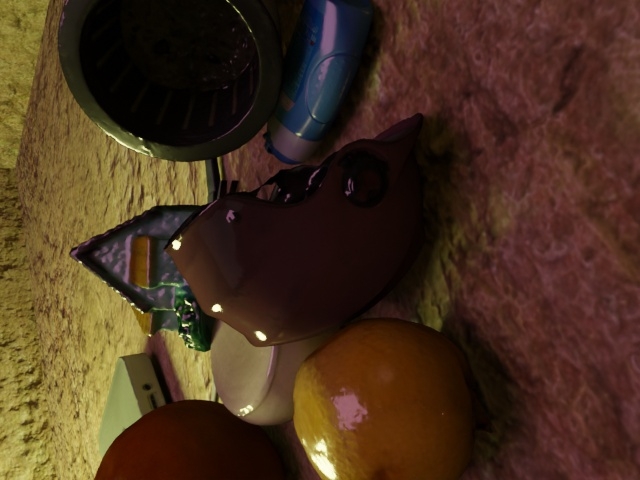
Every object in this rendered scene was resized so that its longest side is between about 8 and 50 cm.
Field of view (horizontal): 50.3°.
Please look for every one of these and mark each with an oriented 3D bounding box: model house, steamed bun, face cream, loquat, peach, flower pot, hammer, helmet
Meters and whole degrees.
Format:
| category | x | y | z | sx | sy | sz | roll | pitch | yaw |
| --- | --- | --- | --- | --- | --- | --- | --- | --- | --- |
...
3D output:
| category | x | y | z | sx | sy | sz | roll | pitch | yaw |
| --- | --- | --- | --- | --- | --- | --- | --- | --- | --- |
| model house | -0.276 | 0.053 | 1.136 | 0.280 | 0.249 | 0.229 | -12 | -78 | -83 |
| steamed bun | -0.055 | 0.148 | 0.982 | 0.232 | 0.145 | 0.231 | -21 | 65 | 55 |
| face cream | -0.012 | -0.223 | 0.962 | 0.263 | 0.083 | 0.149 | -65 | 34 | 34 |
| loquat | 0.075 | 0.179 | 0.730 | 0.208 | 0.208 | 0.207 | 3 | 93 | 57 |
| peach | -0.226 | 0.433 | 1.113 | 0.343 | 0.302 | 0.342 | 3 | 94 | 59 |
| flower pot | -0.194 | -0.325 | 1.012 | 0.330 | 0.294 | 0.293 | -90 | 21 | -52 |
| hammer | -0.212 | -0.182 | 1.317 | 0.137 | 0.037 | 0.289 | -21 | 73 | 56 |
| helmet | 0.000 | 0.000 | 0.801 | 0.197 | 0.339 | 0.271 | 67 | 162 | -5 |

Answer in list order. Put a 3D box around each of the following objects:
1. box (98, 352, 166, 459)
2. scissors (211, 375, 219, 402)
| category | x | y | z | sx | sy | sz | roll | pitch | yaw |
| --- | --- | --- | --- | --- | --- | --- | --- | --- | --- |
| box | -0.430 | 0.509 | 1.631 | 0.367 | 0.091 | 0.373 | 56 | 134 | 39 |
| scissors | -0.197 | 0.243 | 1.320 | 0.085 | 0.022 | 0.176 | 15 | 101 | 53 |
